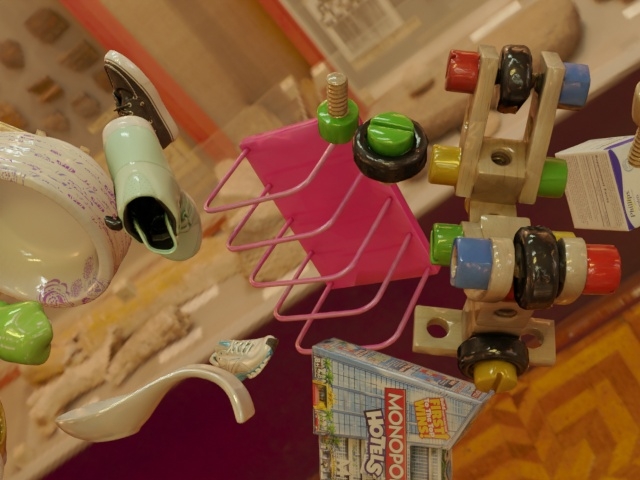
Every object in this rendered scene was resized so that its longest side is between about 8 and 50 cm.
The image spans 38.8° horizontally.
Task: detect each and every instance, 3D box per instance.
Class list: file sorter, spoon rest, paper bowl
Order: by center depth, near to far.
[{"bbox_3d":[-0.232,0.221,1.249,0.276,0.084,0.137,-9,0,12],"label":"spoon rest"},{"bbox_3d":[0.000,0.000,1.291,0.202,0.291,0.182,-10,34,36],"label":"file sorter"},{"bbox_3d":[-0.422,-0.042,1.376,0.284,0.284,0.148,-20,32,32],"label":"paper bowl"}]

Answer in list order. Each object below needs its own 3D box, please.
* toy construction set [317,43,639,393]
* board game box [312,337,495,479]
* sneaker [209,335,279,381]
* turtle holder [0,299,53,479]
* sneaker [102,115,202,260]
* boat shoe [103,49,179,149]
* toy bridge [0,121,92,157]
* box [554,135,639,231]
[{"bbox_3d":[0.184,-0.014,0.764,0.308,0.237,0.257,-18,53,-12],"label":"toy construction set"},{"bbox_3d":[0.091,0.211,0.997,0.194,0.060,0.194,1,95,25],"label":"board game box"},{"bbox_3d":[-0.147,0.207,1.645,0.190,0.083,0.071,-38,14,48],"label":"sneaker"},{"bbox_3d":[-0.452,0.214,1.024,0.227,0.244,0.320,25,35,31],"label":"turtle holder"},{"bbox_3d":[-0.204,-0.015,1.133,0.094,0.256,0.151,-17,52,0],"label":"sneaker"},{"bbox_3d":[-0.339,-0.243,1.660,0.080,0.228,0.076,24,67,31],"label":"boat shoe"},{"bbox_3d":[-0.489,-0.175,1.586,0.026,0.188,0.063,-68,23,7],"label":"toy bridge"},{"bbox_3d":[0.434,-0.086,1.371,0.072,0.126,0.137,-20,9,-17],"label":"box"}]
